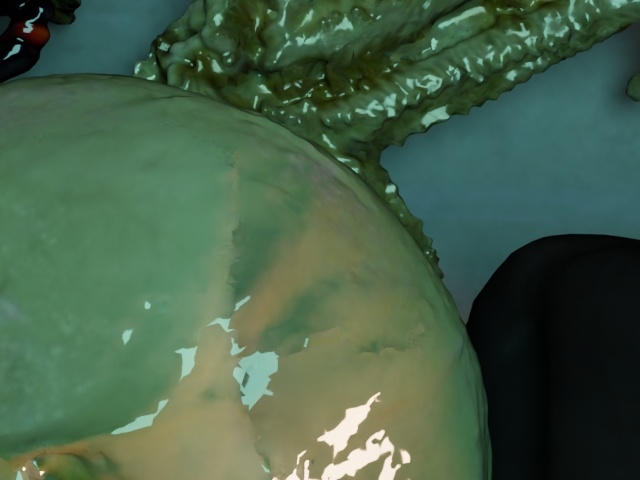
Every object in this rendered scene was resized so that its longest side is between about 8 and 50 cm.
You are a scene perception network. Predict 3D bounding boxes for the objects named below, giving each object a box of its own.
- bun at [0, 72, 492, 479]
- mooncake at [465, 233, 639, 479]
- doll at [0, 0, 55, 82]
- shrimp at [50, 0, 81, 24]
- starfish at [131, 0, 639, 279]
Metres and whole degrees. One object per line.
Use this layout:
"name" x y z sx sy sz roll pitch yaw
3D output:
"bun" -0.090 0.120 0.774 0.361 0.213 0.361 0 101 -1
"mooncake" 0.266 0.097 0.835 0.381 0.350 0.212 -2 89 -30
"doll" -0.214 -0.072 0.875 0.249 0.088 0.127 -46 71 3
"shrimp" -0.138 -0.235 0.942 0.173 0.058 0.253 -25 92 -22
"starfish" 0.000 0.000 0.937 0.324 0.082 0.432 28 86 -15
